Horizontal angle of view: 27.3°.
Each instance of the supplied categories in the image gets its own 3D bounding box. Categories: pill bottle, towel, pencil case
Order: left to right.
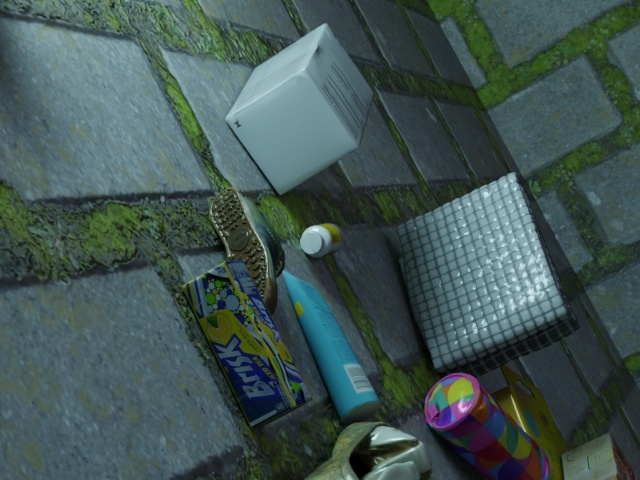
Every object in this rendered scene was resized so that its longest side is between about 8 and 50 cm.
[{"bbox_3d":[0.000,0.000,1.780,0.043,0.043,0.083,62,17,5],"label":"pill bottle"},{"bbox_3d":[0.258,0.065,2.078,0.121,0.235,0.283,45,24,-49],"label":"towel"},{"bbox_3d":[0.241,0.291,1.900,0.236,0.104,0.104,49,21,-32],"label":"pencil case"}]

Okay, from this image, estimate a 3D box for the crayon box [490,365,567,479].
[{"bbox_3d":[0.339,0.362,2.084,0.202,0.081,0.318,37,30,-52],"label":"crayon box"}]

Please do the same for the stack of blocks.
[{"bbox_3d":[0.449,0.443,1.979,0.171,0.087,0.297,57,17,-13],"label":"stack of blocks"}]

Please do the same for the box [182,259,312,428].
[{"bbox_3d":[-0.076,0.108,1.378,0.169,0.059,0.054,63,19,9],"label":"box"}]

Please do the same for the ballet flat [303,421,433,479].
[{"bbox_3d":[0.062,0.262,1.430,0.123,0.123,0.348,61,17,3],"label":"ballet flat"}]

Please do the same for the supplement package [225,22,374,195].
[{"bbox_3d":[-0.024,-0.188,1.853,0.134,0.139,0.244,54,20,-16],"label":"supplement package"}]

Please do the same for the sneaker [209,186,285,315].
[{"bbox_3d":[-0.068,0.026,1.515,0.086,0.064,0.192,35,27,-44],"label":"sneaker"}]

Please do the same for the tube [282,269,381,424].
[{"bbox_3d":[0.010,0.125,1.616,0.080,0.052,0.207,40,21,-58],"label":"tube"}]
